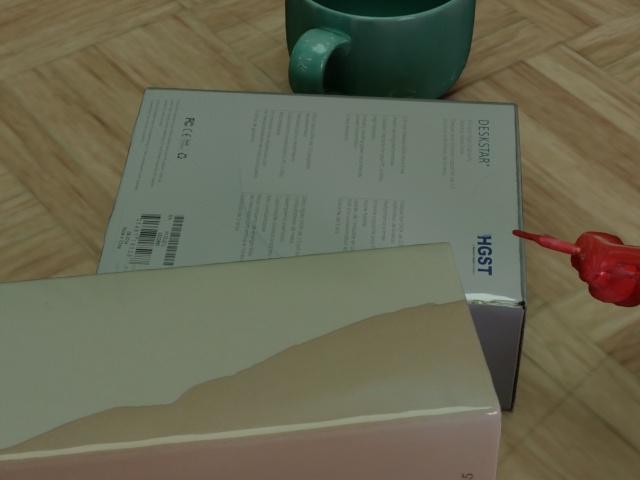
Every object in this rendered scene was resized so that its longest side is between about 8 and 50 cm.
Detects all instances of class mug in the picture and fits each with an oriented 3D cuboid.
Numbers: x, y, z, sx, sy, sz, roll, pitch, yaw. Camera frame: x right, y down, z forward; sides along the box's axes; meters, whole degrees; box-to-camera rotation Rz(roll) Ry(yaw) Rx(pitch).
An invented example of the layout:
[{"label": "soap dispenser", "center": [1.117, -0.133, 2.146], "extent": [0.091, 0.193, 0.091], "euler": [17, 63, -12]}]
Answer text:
[{"label": "mug", "center": [0.029, -0.144, 1.060], "extent": [0.157, 0.097, 0.129], "euler": [-19, 46, -20]}]

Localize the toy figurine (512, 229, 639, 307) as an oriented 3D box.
[{"label": "toy figurine", "center": [0.221, 0.119, 0.750], "extent": [0.191, 0.217, 0.362], "euler": [4, -4, 25]}]

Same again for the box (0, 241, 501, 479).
[{"label": "box", "center": [-0.080, 0.102, 0.749], "extent": [0.311, 0.148, 0.121], "euler": [-6, 42, -5]}]

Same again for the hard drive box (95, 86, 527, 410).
[{"label": "hard drive box", "center": [0.000, 0.000, 0.904], "extent": [0.232, 0.089, 0.181], "euler": [3, 42, 3]}]
